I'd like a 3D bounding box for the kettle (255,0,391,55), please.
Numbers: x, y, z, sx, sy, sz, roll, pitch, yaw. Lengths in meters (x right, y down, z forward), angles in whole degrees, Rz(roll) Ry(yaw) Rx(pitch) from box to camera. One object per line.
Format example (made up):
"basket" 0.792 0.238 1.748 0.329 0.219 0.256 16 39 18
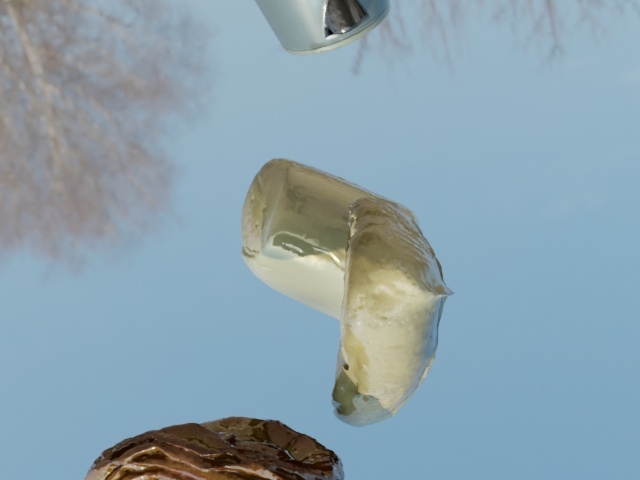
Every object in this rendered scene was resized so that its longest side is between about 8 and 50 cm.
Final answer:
"kettle" -0.038 -0.308 1.348 0.160 0.243 0.210 -29 -150 -9

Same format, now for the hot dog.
"hot dog" -0.100 0.222 1.376 0.259 0.114 0.175 4 -178 15

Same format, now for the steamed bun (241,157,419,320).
"steamed bun" 0.000 0.000 1.688 0.200 0.154 0.250 23 -177 -7

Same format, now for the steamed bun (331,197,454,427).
"steamed bun" 0.070 0.064 1.367 0.110 0.231 0.212 3 174 0
